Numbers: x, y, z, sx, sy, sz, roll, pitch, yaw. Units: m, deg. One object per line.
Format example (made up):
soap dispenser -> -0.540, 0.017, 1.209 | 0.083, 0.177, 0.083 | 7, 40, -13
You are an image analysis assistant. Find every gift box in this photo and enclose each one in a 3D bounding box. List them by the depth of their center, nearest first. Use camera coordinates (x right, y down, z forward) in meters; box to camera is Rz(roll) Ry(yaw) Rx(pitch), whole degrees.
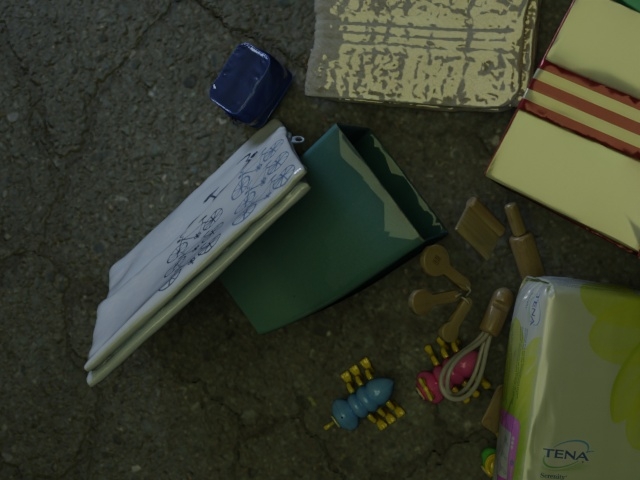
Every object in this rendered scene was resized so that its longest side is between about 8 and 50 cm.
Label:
gift box -> 0.338, -0.095, 1.141 | 0.258, 0.276, 0.255 | 27, 103, 11

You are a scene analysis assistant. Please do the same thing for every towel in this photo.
towel -> 0.125, -0.254, 1.302 | 0.282, 0.049, 0.187 | 7, 91, 15

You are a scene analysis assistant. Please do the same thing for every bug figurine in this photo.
bug figurine -> 0.146, 0.242, 1.292 | 0.216, 0.072, 0.279 | -41, 81, 11

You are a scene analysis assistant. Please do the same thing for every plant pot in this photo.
plant pot -> 0.000, 0.000, 1.280 | 0.234, 0.166, 0.165 | -38, 83, 14

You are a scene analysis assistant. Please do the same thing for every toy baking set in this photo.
toy baking set -> 0.192, 0.081, 1.239 | 0.197, 0.030, 0.256 | -31, 106, -26

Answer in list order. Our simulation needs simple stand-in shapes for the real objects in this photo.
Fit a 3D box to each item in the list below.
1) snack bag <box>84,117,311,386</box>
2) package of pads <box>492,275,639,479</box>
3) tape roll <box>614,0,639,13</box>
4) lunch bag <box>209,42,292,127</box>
snack bag -> -0.144, -0.013, 1.237 | 0.323, 0.342, 0.037 | -43, 108, 9
package of pads -> 0.315, 0.195, 1.200 | 0.229, 0.101, 0.296 | 8, 92, -10
tape roll -> 0.453, -0.365, 1.159 | 0.321, 0.077, 0.321 | -5, 77, 26
lunch bag -> -0.086, -0.189, 1.344 | 0.067, 0.065, 0.098 | 40, 100, 33
